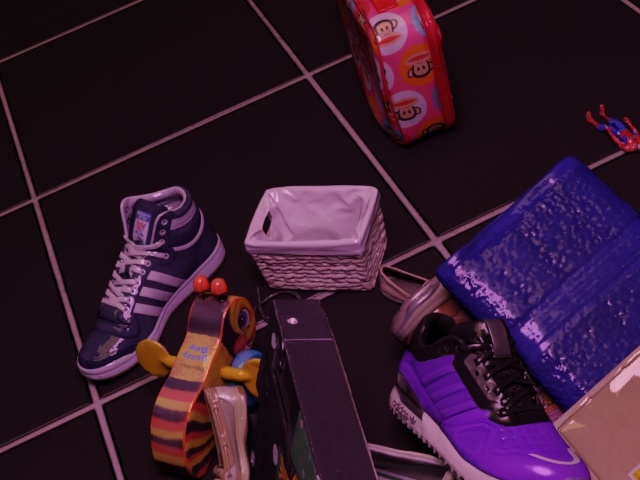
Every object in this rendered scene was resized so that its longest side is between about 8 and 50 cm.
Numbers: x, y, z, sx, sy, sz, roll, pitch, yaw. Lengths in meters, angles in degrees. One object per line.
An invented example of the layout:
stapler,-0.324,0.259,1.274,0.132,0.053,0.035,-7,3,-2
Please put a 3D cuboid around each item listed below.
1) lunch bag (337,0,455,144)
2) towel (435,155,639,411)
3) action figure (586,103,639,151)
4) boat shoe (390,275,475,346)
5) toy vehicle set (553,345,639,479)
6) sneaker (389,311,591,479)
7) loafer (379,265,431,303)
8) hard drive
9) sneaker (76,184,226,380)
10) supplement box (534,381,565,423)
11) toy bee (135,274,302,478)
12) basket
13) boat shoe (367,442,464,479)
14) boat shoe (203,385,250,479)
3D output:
lunch bag,0.101,-0.315,1.663,0.120,0.258,0.293,-20,42,0
towel,0.308,0.077,1.229,0.227,0.076,0.308,-39,71,-13
action figure,0.418,-0.154,1.544,0.038,0.030,0.115,-24,43,-13
boat shoe,0.238,0.054,1.338,0.324,0.123,0.116,-35,72,-13
toy vehicle set,0.354,0.218,1.037,0.166,0.035,0.267,-43,43,8
sneaker,0.172,0.156,1.136,0.102,0.146,0.293,6,14,-32
loafer,0.126,0.066,1.409,0.125,0.039,0.045,19,54,35
hard drive,-0.009,0.254,1.114,0.064,0.237,0.339,1,38,-15
sneaker,-0.250,0.046,1.491,0.099,0.153,0.282,16,52,34
supplement box,0.241,0.203,1.214,0.055,0.043,0.083,-24,41,-6
toy bee,-0.139,0.129,1.355,0.195,0.162,0.298,-10,42,13
basket,0.000,0.000,1.482,0.167,0.103,0.113,0,45,22
boat shoe,0.141,0.280,1.131,0.302,0.094,0.109,5,47,26
boat shoe,-0.108,0.241,1.246,0.048,0.153,0.056,0,0,-15
